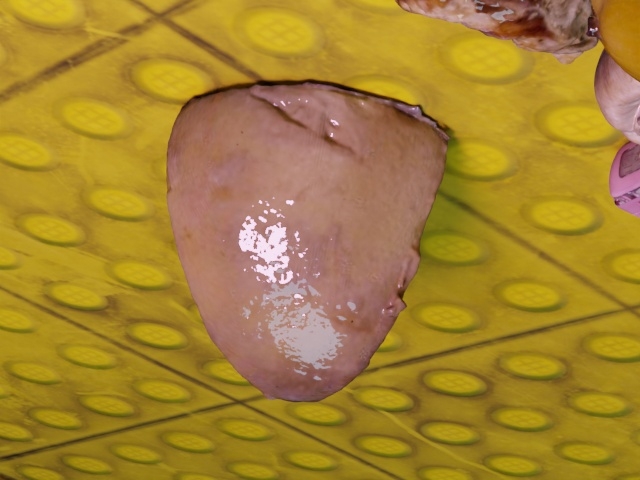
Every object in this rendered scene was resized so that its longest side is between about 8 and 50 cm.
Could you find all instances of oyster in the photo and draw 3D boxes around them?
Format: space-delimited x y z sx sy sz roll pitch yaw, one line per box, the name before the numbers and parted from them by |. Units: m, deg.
oyster | 0.068 -0.222 1.293 0.271 0.100 0.275 22 171 20

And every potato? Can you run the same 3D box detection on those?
potato | -0.025 0.001 1.631 0.189 0.264 0.211 19 160 -39

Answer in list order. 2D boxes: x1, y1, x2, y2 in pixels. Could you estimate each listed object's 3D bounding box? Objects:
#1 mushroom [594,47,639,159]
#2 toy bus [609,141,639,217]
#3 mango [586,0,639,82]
mushroom | 0.302 -0.118 1.401 0.166 0.127 0.166 9 158 3
toy bus | 0.341 -0.070 1.559 0.090 0.063 0.203 23 153 -24
mango | 0.352 -0.177 1.230 0.331 0.142 0.195 -2 141 6
